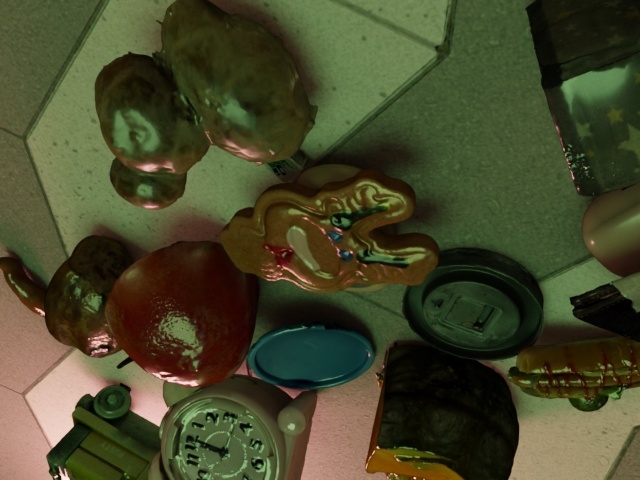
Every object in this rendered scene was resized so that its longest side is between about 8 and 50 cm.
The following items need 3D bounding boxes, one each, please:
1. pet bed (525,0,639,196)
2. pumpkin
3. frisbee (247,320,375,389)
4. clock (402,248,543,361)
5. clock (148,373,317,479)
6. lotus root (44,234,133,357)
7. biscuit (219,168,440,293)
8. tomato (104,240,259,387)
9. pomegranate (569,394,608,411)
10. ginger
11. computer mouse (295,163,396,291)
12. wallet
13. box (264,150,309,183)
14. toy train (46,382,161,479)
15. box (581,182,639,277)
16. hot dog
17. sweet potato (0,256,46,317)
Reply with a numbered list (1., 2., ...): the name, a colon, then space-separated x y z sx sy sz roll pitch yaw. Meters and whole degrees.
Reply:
1. pet bed: 0.315 -0.176 0.728 0.159 0.210 0.183 -16 123 23
2. pumpkin: 0.220 0.347 1.282 0.303 0.225 0.256 31 141 -16
3. frisbee: -0.017 0.213 1.345 0.242 0.045 0.242 -1 141 -1
4. clock: 0.248 0.107 1.151 0.226 0.049 0.225 12 135 13
5. clock: -0.194 0.429 1.498 0.326 0.184 0.341 12 93 9
6. lotus root: -0.431 0.126 1.371 0.193 0.193 0.291 27 137 -3
7. biscuit: 0.000 0.000 1.036 0.334 0.047 0.202 -5 128 29
8. tomato: -0.215 0.155 1.235 0.309 0.170 0.308 -16 143 -12
9. pomegranate: 0.457 0.251 1.187 0.085 0.073 0.073 -20 123 16
10. ginger: -0.176 -0.172 0.935 0.304 0.155 0.244 -25 118 15
11. computer mouse: 0.042 -0.020 1.089 0.145 0.082 0.236 -1 130 24
12. wallet: 0.486 0.071 0.918 0.262 0.071 0.221 15 149 -38
13. box: -0.108 -0.168 1.041 0.207 0.041 0.050 41 131 -18
14. toy train: -0.454 0.516 1.680 0.397 0.253 0.160 25 137 15
15. box: 0.439 -0.025 0.905 0.146 0.088 0.200 40 136 -19
16. hot dog: 0.422 0.207 1.117 0.250 0.076 0.104 -8 127 7
17. sweet potato: -0.631 0.107 1.528 0.058 0.055 0.202 -3 131 27
